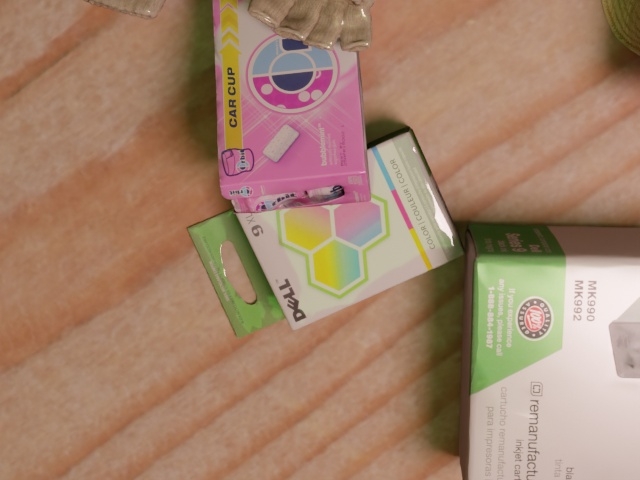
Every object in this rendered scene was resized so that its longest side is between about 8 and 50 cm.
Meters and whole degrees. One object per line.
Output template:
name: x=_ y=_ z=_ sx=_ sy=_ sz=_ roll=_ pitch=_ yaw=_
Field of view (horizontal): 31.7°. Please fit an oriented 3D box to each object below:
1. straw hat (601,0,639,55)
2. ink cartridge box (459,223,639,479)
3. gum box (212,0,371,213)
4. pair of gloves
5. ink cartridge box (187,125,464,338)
straw hat: x=0.291 y=-0.197 z=0.858 sx=0.144 sy=0.061 sz=0.145 roll=1 pitch=100 yaw=5
ink cartridge box: x=0.258 y=0.101 z=0.885 sx=0.289 sy=0.121 sz=0.211 roll=0 pitch=101 yaw=4
gum box: x=-0.022 y=-0.112 z=0.857 sx=0.107 sy=0.062 sz=0.188 roll=-6 pitch=71 yaw=5
pair of gloves: x=-0.052 y=-0.248 z=0.847 sx=0.240 sy=0.042 sz=0.204 roll=10 pitch=77 yaw=13
ink cartridge box: x=0.000 y=0.000 z=0.916 sx=0.209 sy=0.062 sz=0.109 roll=-24 pitch=98 yaw=8
